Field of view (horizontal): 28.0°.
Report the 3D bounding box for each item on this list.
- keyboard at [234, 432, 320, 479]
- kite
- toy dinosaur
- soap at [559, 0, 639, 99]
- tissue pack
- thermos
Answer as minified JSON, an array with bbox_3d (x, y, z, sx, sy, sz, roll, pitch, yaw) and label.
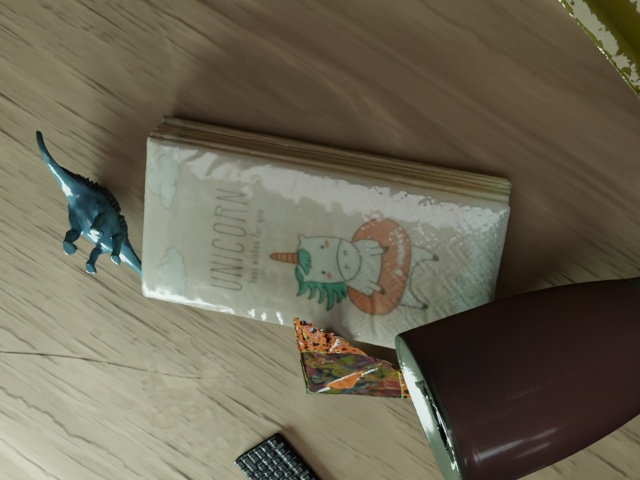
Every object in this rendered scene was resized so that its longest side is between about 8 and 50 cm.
[{"bbox_3d":[-0.001,0.285,1.310,0.061,0.013,0.204,-35,101,25],"label":"keyboard"},{"bbox_3d":[0.024,0.130,1.215,0.222,0.008,0.125,28,143,-29],"label":"kite"},{"bbox_3d":[-0.210,-0.016,1.193,0.045,0.080,0.197,-26,117,16],"label":"toy dinosaur"},{"bbox_3d":[0.200,-0.222,0.943,0.091,0.199,0.315,-40,98,21],"label":"soap"},{"bbox_3d":[0.000,0.000,1.154,0.325,0.071,0.170,11,119,8],"label":"tissue pack"},{"bbox_3d":[0.208,0.102,1.072,0.265,0.176,0.146,-20,85,-7],"label":"thermos"}]
